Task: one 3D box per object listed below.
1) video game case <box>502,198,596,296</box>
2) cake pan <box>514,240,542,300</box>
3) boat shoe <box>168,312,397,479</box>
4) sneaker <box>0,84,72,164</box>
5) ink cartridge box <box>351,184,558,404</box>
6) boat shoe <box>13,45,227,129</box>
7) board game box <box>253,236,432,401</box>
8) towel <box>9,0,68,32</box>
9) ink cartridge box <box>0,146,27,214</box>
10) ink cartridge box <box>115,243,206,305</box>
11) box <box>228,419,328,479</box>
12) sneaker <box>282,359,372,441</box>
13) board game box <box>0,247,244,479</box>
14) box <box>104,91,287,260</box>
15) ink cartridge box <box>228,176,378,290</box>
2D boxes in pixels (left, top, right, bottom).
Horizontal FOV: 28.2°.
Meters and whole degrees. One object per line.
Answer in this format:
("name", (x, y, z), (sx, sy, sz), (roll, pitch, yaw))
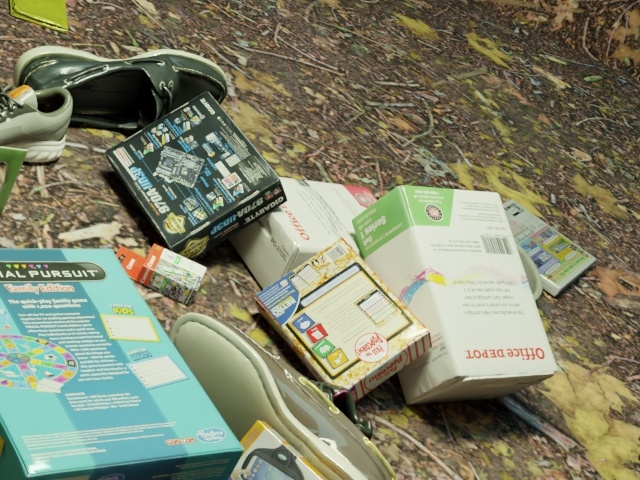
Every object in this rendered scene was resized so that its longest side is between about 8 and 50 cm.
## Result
("video game case", (0.373, 0.010, 2.248), (0.193, 0.023, 0.212), (37, 27, 16))
("cake pan", (0.215, 0.026, 2.037), (0.293, 0.054, 0.293), (22, 28, -12))
("boat shoe", (-0.041, 0.202, 1.437), (0.324, 0.117, 0.096), (43, 26, 18))
("sneaker", (-0.441, -0.158, 1.683), (0.100, 0.108, 0.271), (43, 32, 22))
("ink cartridge box", (0.183, 0.076, 1.744), (0.201, 0.117, 0.278), (2, 63, -40))
("boat shoe", (-0.281, -0.217, 1.911), (0.340, 0.127, 0.113), (5, 36, -35))
("board game box", (0.028, 0.104, 1.648), (0.146, 0.045, 0.193), (-33, 56, -13))
("towel", (-0.487, -0.432, 2.201), (0.102, 0.021, 0.237), (15, 30, -23))
("ink cartridge box", (-0.476, -0.099, 1.544), (0.209, 0.109, 0.062), (6, 35, -36))
("ink cartridge box", (-0.209, 0.036, 1.649), (0.115, 0.029, 0.063), (26, 28, -6))
("box", (-0.041, 0.266, 1.356), (0.136, 0.081, 0.028), (39, 1, 23))
("sneaker", (0.002, 0.194, 1.524), (0.178, 0.077, 0.072), (41, 29, 25))
("board game box", (-0.273, 0.141, 1.356), (0.253, 0.079, 0.336), (1, 37, -42))
("box", (-0.174, -0.090, 1.762), (0.175, 0.051, 0.220), (-33, 53, -10))
("ink cartridge box", (0.000, 0.000, 1.829), (0.237, 0.100, 0.172), (4, 36, -40))
